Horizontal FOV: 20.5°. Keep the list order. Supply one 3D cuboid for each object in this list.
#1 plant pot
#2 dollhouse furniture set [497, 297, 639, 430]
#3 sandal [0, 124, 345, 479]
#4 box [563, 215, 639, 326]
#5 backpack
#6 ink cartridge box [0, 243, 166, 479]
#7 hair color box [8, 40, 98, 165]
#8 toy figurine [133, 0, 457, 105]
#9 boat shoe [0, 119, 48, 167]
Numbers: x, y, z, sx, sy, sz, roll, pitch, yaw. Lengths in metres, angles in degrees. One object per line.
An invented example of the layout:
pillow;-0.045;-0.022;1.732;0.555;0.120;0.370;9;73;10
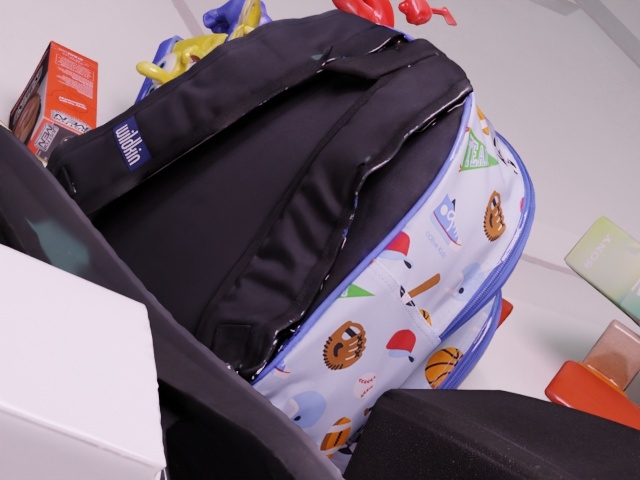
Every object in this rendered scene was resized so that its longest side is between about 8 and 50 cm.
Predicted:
plant pot;0.105;0.178;1.010;0.188;0.187;0.167;6;22;-48
dollhouse furniture set;0.190;0.113;1.303;0.259;0.135;0.262;35;22;8
sandal;-0.106;0.114;0.924;0.107;0.167;0.446;-28;55;-28
box;0.365;0.117;1.446;0.322;0.058;0.232;39;3;34
backpack;0.000;0.000;1.089;0.276;0.263;0.213;41;0;44
ink cartridge box;-0.245;0.080;0.664;0.306;0.226;0.131;24;24;-22
hair color box;-0.196;-0.083;1.286;0.043;0.072;0.141;25;22;-19
toy figurine;-0.071;-0.073;1.370;0.191;0.217;0.362;35;61;-32
boat shoe;-0.227;-0.051;1.196;0.152;0.056;0.049;31;16;-3
